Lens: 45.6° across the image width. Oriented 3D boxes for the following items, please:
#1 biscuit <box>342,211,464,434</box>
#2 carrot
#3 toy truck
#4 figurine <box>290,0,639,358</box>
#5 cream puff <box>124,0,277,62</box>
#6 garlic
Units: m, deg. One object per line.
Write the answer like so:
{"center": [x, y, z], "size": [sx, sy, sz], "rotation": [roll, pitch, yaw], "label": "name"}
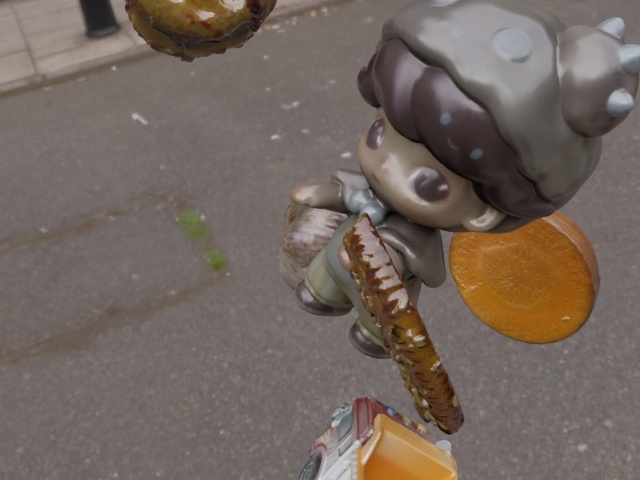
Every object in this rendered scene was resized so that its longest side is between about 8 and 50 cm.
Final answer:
{"center": [0.054, 0.066, 0.490], "size": [0.025, 0.206, 0.126], "rotation": [-27, 66, 0], "label": "biscuit"}
{"center": [0.399, 0.056, 1.505], "size": [0.307, 0.258, 0.100], "rotation": [37, 18, 11], "label": "carrot"}
{"center": [0.047, 0.248, 0.641], "size": [0.135, 0.114, 0.270], "rotation": [-51, 14, 21], "label": "toy truck"}
{"center": [0.108, -0.060, 0.689], "size": [0.203, 0.381, 0.248], "rotation": [4, 36, -41], "label": "figurine"}
{"center": [-0.175, -0.373, 1.063], "size": [0.239, 0.240, 0.164], "rotation": [-21, 12, -17], "label": "cream puff"}
{"center": [0.000, 0.000, 0.967], "size": [0.101, 0.147, 0.159], "rotation": [13, 15, -6], "label": "garlic"}
